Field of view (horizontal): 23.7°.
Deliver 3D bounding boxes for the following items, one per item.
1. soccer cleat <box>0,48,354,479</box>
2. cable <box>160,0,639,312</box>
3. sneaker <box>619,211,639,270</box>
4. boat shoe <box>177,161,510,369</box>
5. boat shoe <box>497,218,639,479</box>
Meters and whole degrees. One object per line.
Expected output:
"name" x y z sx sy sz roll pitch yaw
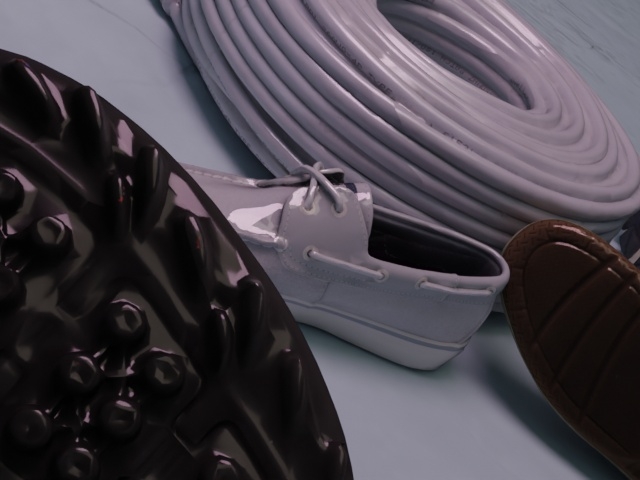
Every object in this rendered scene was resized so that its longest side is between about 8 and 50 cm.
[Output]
"soccer cleat" -0.128 -0.004 0.377 0.318 0.116 0.109 35 64 7
"cable" 0.051 -0.077 0.781 0.257 0.089 0.257 18 32 -36
"sneaker" 0.268 0.049 0.878 0.122 0.110 0.283 40 22 -42
"boat shoe" 0.000 0.000 0.620 0.184 0.063 0.066 25 29 -26
"boat shoe" 0.144 0.069 0.696 0.190 0.068 0.072 55 9 -5
